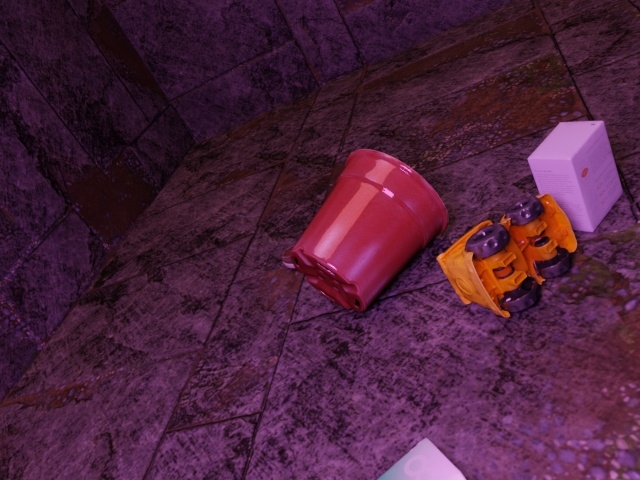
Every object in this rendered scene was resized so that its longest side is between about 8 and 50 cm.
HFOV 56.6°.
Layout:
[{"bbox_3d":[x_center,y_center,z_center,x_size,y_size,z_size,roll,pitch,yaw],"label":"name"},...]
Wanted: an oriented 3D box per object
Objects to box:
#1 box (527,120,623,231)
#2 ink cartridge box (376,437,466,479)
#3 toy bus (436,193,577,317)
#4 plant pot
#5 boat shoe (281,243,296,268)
[{"bbox_3d":[0.493,-0.124,1.145,0.130,0.170,0.091,-43,29,-24],"label":"box"},{"bbox_3d":[0.139,0.389,0.772,0.181,0.056,0.224,-37,26,-10],"label":"ink cartridge box"},{"bbox_3d":[0.330,0.024,1.119,0.220,0.149,0.211,-38,12,-17],"label":"toy bus"},{"bbox_3d":[0.089,-0.008,1.286,0.265,0.272,0.272,-50,32,-19],"label":"plant pot"},{"bbox_3d":[0.002,-0.005,1.521,0.257,0.095,0.095,-18,30,24],"label":"boat shoe"}]
